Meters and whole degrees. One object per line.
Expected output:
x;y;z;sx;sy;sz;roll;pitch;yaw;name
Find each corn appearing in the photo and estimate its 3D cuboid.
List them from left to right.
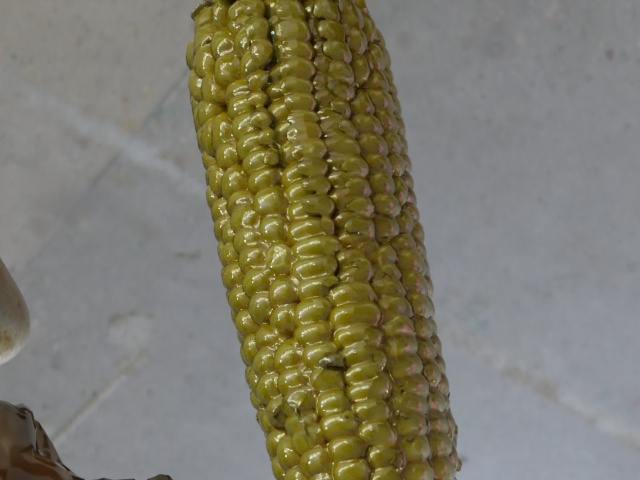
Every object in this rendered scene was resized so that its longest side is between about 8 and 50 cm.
0.000;0.000;0.783;0.115;0.318;0.115;-9;160;-3;corn

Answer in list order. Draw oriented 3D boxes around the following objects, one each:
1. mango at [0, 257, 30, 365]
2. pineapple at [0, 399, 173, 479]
-0.396;-0.026;1.368;0.199;0.221;0.384;-18;124;35;mango
-0.170;0.094;0.313;0.357;0.223;0.223;30;125;-5;pineapple
